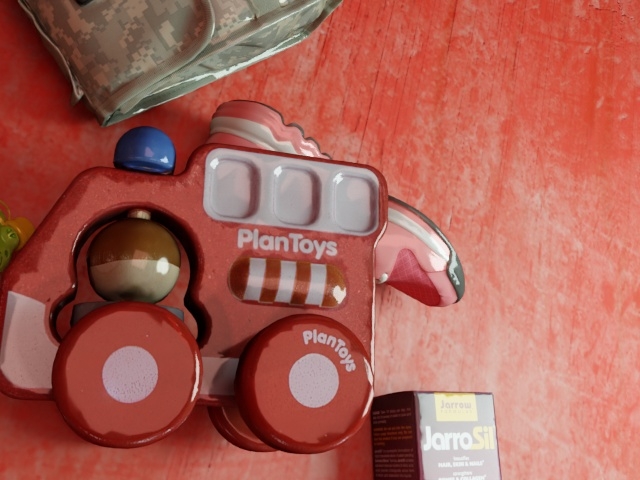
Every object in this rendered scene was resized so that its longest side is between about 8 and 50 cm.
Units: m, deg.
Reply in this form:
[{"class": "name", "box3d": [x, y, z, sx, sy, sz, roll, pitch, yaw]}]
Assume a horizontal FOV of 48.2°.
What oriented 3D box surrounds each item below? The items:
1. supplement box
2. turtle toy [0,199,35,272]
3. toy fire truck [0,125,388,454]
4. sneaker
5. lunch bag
[{"class": "supplement box", "box3d": [0.117, 0.246, 0.708, 0.104, 0.081, 0.188, 7, 71, -27]}, {"class": "turtle toy", "box3d": [-0.299, -0.013, 0.564, 0.130, 0.066, 0.095, 52, 34, -3]}, {"class": "toy fire truck", "box3d": [-0.092, 0.039, 0.580, 0.302, 0.169, 0.254, 7, 73, -16]}, {"class": "sneaker", "box3d": [-0.001, 0.000, 0.722, 0.314, 0.116, 0.136, 34, 75, -12]}, {"class": "lunch bag", "box3d": [-0.149, -0.266, 0.673, 0.287, 0.169, 0.235, -34, 96, -25]}]
